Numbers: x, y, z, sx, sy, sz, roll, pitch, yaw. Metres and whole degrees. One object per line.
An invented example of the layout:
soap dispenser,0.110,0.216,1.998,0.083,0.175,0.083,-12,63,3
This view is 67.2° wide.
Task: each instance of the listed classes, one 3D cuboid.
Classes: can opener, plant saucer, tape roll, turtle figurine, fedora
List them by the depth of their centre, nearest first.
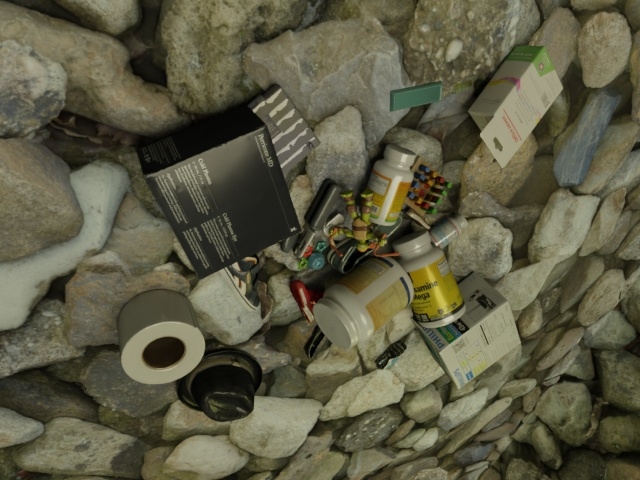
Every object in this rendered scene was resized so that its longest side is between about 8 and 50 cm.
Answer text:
tape roll,-0.498,0.298,1.502,0.246,0.169,0.246,-14,125,-21
plant saucer,0.309,-0.460,1.542,0.192,0.018,0.067,-17,126,-19
turtle figurine,0.141,-0.050,1.550,0.087,0.269,0.217,-24,115,-44
can opener,-0.037,-0.072,1.569,0.095,0.076,0.283,17,110,-35
fedora,-0.349,0.560,1.759,0.334,0.152,0.334,-13,125,-20

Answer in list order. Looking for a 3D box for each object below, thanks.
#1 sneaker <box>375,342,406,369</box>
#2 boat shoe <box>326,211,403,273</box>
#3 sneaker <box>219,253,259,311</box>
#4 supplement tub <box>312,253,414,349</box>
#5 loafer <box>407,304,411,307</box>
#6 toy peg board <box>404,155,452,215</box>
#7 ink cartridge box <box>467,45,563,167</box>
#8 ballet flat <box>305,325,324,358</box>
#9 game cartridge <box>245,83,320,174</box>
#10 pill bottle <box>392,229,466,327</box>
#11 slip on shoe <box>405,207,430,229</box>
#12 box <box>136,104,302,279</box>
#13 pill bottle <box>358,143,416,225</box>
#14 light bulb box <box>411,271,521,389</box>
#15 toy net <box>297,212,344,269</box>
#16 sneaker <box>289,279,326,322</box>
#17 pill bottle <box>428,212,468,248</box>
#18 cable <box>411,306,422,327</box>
sneaker,0.320,0.518,2.156,0.162,0.063,0.073,-41,147,7
boat shoe,0.176,0.008,1.716,0.319,0.099,0.116,-34,129,-4
sneaker,-0.245,0.093,1.532,0.127,0.126,0.321,-27,127,-3
supplement tub,0.151,0.216,1.707,0.316,0.228,0.228,-34,132,-28
loafer,0.380,0.213,1.947,0.319,0.112,0.111,-36,121,-3
toy peg board,0.371,-0.182,1.687,0.160,0.079,0.161,31,89,-36
ink cartridge box,0.637,-0.446,1.622,0.207,0.119,0.353,39,87,-39
ballet flat,-0.005,0.387,1.895,0.057,0.049,0.173,16,111,-35
game cartridge,-0.197,-0.252,1.383,0.355,0.068,0.230,-40,126,1
pill bottle,0.393,0.139,1.790,0.188,0.188,0.334,-26,96,-11
slip on shoe,0.370,-0.085,1.796,0.135,0.051,0.041,32,90,-32
box,-0.258,-0.126,1.280,0.312,0.179,0.343,-24,129,-11
pill bottle,0.226,-0.185,1.595,0.136,0.136,0.246,4,118,-29
light bulb box,0.649,0.402,2.135,0.361,0.225,0.358,-35,130,-3
toy net,0.000,0.000,1.656,0.122,0.045,0.232,14,110,-34
sneaker,-0.028,0.193,1.753,0.128,0.087,0.221,-34,142,-16
pill bottle,0.485,-0.034,1.860,0.160,0.087,0.087,-35,129,-5
cable,0.457,0.273,2.018,0.150,0.184,0.047,-5,169,15
